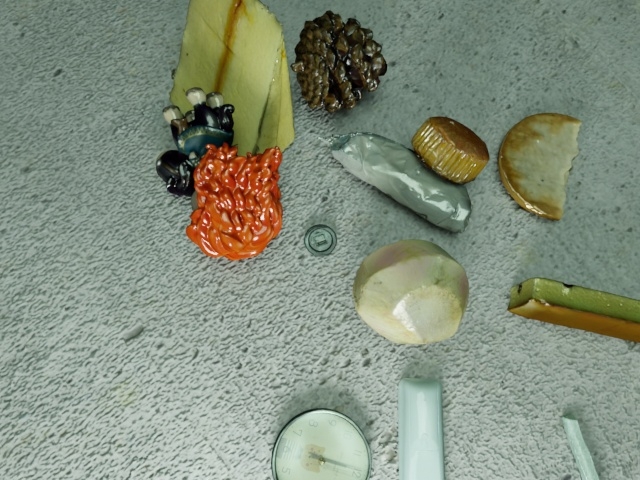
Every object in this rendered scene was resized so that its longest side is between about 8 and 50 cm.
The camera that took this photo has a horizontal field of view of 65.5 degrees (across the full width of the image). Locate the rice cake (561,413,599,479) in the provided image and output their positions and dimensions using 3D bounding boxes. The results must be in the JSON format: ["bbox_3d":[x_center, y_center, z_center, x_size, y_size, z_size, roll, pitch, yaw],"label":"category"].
[{"bbox_3d":[0.591,0.480,1.127,0.033,0.029,0.170,-14,73,0],"label":"rice cake"}]

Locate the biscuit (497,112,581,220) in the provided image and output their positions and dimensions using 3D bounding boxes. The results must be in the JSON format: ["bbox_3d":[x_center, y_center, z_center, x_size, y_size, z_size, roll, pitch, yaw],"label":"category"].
[{"bbox_3d":[0.575,-0.213,1.324,0.205,0.040,0.308,19,73,3],"label":"biscuit"}]

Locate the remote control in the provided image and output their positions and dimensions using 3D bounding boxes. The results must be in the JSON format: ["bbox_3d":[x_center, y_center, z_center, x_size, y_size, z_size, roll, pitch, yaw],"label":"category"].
[{"bbox_3d":[0.228,0.460,1.110,0.103,0.051,0.293,3,74,-2],"label":"remote control"}]

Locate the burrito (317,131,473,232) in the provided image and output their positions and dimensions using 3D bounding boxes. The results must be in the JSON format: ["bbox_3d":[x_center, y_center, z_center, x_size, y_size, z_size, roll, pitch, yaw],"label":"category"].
[{"bbox_3d":[0.194,-0.175,1.269,0.445,0.101,0.139,32,71,9],"label":"burrito"}]

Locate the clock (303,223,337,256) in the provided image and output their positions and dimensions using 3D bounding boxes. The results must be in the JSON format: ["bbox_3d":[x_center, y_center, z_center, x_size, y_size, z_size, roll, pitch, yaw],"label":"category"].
[{"bbox_3d":[0.000,0.000,1.254,0.085,0.017,0.085,1,73,-2],"label":"clock"}]

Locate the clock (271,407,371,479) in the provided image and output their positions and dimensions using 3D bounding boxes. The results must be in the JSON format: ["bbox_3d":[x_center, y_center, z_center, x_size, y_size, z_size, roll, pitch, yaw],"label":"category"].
[{"bbox_3d":[0.002,0.488,1.095,0.226,0.049,0.226,0,73,-1],"label":"clock"}]

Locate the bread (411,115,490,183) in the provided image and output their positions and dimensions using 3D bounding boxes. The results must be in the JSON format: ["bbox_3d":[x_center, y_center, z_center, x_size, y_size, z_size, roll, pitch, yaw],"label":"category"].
[{"bbox_3d":[0.331,-0.234,1.243,0.199,0.104,0.199,23,34,-17],"label":"bread"}]

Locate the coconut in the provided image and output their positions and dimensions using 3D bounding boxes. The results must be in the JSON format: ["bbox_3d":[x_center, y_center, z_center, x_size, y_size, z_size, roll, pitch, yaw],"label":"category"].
[{"bbox_3d":[0.201,0.113,1.122,0.259,0.259,0.259,1,74,-2],"label":"coconut"}]

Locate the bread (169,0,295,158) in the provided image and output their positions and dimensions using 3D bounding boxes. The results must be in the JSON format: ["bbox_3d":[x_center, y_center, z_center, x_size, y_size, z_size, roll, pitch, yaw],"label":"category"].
[{"bbox_3d":[-0.231,-0.419,1.217,0.346,0.405,0.242,39,65,22],"label":"bread"}]

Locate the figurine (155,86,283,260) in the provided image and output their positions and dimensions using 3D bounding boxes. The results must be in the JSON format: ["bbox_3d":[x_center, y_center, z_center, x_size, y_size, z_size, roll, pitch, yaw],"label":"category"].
[{"bbox_3d":[-0.250,-0.157,1.178,0.412,0.241,0.306,46,104,18],"label":"figurine"}]

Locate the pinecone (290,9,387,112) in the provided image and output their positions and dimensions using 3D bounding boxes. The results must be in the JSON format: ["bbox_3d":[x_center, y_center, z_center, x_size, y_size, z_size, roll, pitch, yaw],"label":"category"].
[{"bbox_3d":[0.043,-0.463,1.288,0.243,0.243,0.257,42,51,10],"label":"pinecone"}]

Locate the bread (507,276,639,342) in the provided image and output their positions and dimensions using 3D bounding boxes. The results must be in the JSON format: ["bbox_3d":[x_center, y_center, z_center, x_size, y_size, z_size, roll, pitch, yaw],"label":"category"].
[{"bbox_3d":[0.643,0.168,1.165,0.361,0.138,0.077,13,71,2],"label":"bread"}]
